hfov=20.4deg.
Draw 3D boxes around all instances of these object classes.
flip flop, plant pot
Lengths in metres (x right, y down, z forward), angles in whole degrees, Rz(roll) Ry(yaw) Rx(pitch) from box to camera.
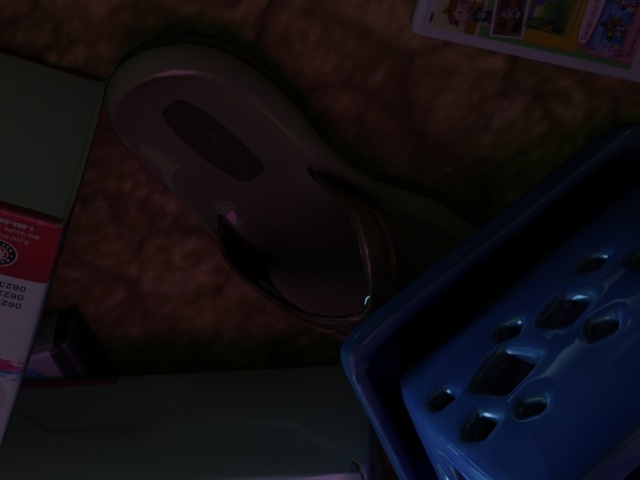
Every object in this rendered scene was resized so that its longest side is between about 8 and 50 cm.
[{"bbox_3d":[0.000,0.000,0.927,0.112,0.080,0.277,-34,121,28],"label":"flip flop"},{"bbox_3d":[0.159,0.095,0.874,0.236,0.212,0.236,-38,126,-16],"label":"plant pot"}]

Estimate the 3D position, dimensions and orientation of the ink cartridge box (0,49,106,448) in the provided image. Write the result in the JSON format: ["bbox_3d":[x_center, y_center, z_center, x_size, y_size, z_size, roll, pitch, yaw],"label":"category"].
[{"bbox_3d":[-0.199,0.002,0.917,0.128,0.127,0.176,15,129,-8],"label":"ink cartridge box"}]

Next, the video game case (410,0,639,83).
[{"bbox_3d":[0.160,-0.166,0.820,0.193,0.023,0.212,12,129,-5],"label":"video game case"}]

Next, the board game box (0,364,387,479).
[{"bbox_3d":[-0.066,0.219,1.057,0.224,0.097,0.303,-3,127,6],"label":"board game box"}]

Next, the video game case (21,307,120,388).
[{"bbox_3d":[-0.204,0.178,1.117,0.248,0.035,0.275,-16,126,16],"label":"video game case"}]
